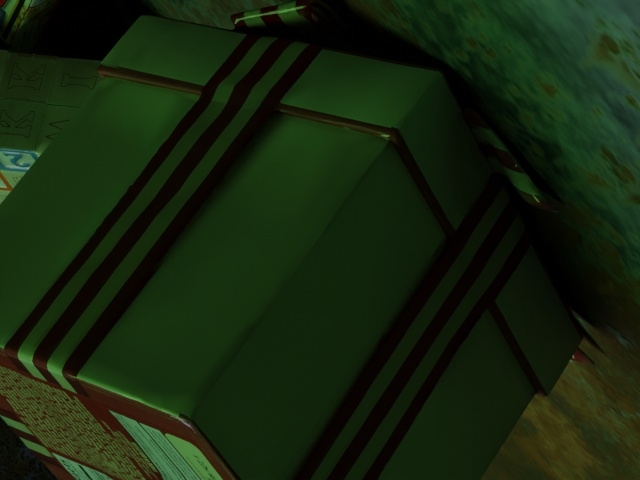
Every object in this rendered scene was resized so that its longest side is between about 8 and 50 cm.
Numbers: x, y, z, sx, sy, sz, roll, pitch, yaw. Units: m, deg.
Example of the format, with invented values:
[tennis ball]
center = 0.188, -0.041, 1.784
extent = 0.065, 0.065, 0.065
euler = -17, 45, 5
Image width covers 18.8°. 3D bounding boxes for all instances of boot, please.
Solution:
[boot]
center = -0.185, -0.165, 1.695
extent = 0.207, 0.090, 0.248
euler = 35, 167, -3

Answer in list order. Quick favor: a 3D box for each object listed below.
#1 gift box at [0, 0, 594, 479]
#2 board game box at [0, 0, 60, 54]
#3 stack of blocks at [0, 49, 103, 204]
[gift box]
center = -0.007, 0.042, 1.045
extent = 0.276, 0.258, 0.255
euler = 17, 152, 36
[board game box]
center = -0.269, -0.233, 1.534
extent = 0.147, 0.045, 0.193
euler = 48, 143, 6
[stack of blocks]
center = -0.216, -0.075, 1.564
extent = 0.297, 0.087, 0.171
euler = 6, 159, 13
